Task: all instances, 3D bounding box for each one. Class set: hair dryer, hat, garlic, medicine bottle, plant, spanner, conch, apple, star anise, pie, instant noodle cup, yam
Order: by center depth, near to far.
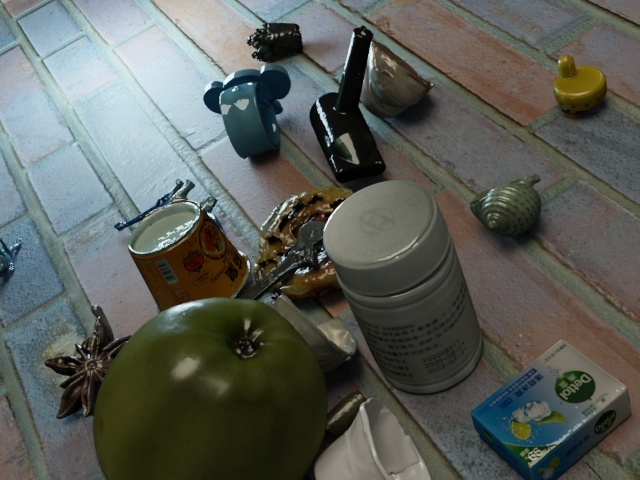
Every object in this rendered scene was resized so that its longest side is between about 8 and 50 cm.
[{"bbox_3d":[0.070,0.348,1.397,0.126,0.203,0.203,-33,40,13],"label":"hat"},{"bbox_3d":[-0.166,0.258,1.433,0.357,0.357,0.357,-13,42,12],"label":"apple"},{"bbox_3d":[0.138,0.078,1.503,0.190,0.332,0.190,-13,43,12],"label":"medicine bottle"},{"bbox_3d":[0.039,0.290,1.551,0.094,0.043,0.043,-42,44,-17],"label":"yam"},{"bbox_3d":[-0.067,0.188,1.623,0.226,0.219,0.164,-34,59,19],"label":"hat"},{"bbox_3d":[0.345,-0.060,1.726,0.135,0.102,0.153,1,13,41],"label":"conch"},{"bbox_3d":[-0.099,0.076,1.768,0.325,0.026,0.093,-40,49,14],"label":"spanner"},{"bbox_3d":[-0.421,0.238,1.785,0.209,0.089,0.231,10,57,17],"label":"star anise"},{"bbox_3d":[0.000,0.001,1.832,0.308,0.085,0.308,-12,50,15],"label":"pie"},{"bbox_3d":[-0.268,0.034,1.846,0.215,0.172,0.216,-20,34,14],"label":"instant noodle cup"},{"bbox_3d":[0.072,-0.286,1.952,0.116,0.302,0.244,-3,39,-17],"label":"hair dryer"},{"bbox_3d":[0.142,-0.356,2.091,0.143,0.178,0.229,-50,17,17],"label":"garlic"},{"bbox_3d":[-0.119,-0.519,2.429,0.143,0.094,0.092,-12,53,7],"label":"plant"}]

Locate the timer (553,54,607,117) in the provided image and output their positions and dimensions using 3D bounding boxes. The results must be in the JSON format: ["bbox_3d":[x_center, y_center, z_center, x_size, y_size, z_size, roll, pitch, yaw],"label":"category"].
[{"bbox_3d":[0.526,-0.319,1.901,0.107,0.109,0.107,-13,43,12],"label":"timer"}]

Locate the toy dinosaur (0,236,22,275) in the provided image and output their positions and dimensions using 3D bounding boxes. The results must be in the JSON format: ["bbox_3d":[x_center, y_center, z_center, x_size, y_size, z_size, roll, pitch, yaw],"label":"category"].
[{"bbox_3d":[-0.733,0.042,2.142,0.045,0.080,0.197,-16,30,19],"label":"toy dinosaur"}]

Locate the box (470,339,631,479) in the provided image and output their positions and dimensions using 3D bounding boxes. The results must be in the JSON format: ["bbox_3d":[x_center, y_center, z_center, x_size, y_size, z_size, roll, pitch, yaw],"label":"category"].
[{"bbox_3d":[0.347,0.261,1.412,0.194,0.073,0.139,-36,42,-13],"label":"box"}]

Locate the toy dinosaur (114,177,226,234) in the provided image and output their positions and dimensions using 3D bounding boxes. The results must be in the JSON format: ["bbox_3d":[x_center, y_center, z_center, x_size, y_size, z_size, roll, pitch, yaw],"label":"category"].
[{"bbox_3d":[-0.312,-0.076,2.073,0.329,0.076,0.144,4,55,32],"label":"toy dinosaur"}]

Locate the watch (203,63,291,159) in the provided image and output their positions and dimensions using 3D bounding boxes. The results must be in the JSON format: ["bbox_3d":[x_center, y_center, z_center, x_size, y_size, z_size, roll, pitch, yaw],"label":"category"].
[{"bbox_3d":[-0.156,-0.284,2.151,0.211,0.211,0.193,-14,57,11],"label":"watch"}]
